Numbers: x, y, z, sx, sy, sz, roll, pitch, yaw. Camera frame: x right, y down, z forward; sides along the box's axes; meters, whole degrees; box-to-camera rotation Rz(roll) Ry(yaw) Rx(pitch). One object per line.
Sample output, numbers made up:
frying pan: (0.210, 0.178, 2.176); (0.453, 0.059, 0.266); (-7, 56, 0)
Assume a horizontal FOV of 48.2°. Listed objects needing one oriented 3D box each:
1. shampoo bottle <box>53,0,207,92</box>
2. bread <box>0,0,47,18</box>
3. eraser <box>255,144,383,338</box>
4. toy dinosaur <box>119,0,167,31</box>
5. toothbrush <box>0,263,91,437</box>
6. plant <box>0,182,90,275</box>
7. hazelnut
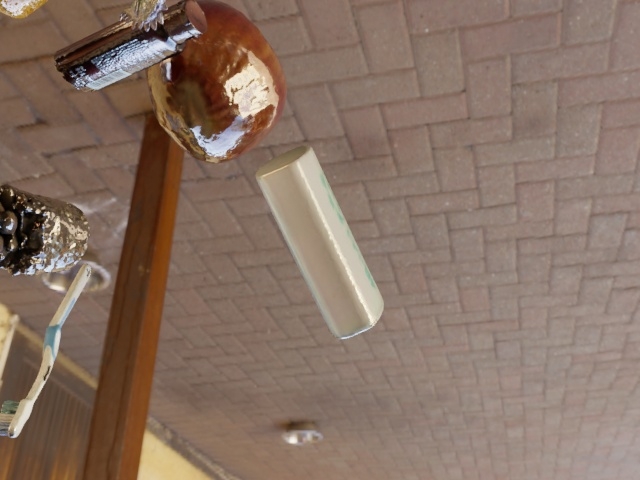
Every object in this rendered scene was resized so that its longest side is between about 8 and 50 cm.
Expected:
shampoo bottle: (-0.382, -0.398, 1.456); (0.322, 0.084, 0.129); (-17, 155, 25)
bread: (-0.530, -0.574, 1.180); (0.337, 0.148, 0.328); (-44, 104, 0)
eraser: (0.000, 0.000, 1.151); (0.104, 0.189, 0.290); (-23, 103, 12)
toy dinosaur: (-0.300, -0.393, 1.206); (0.039, 0.082, 0.208); (5, 180, -36)
toothbrush: (-0.399, 0.148, 1.077); (0.040, 0.386, 0.040); (1, 122, 1)
plant: (-0.629, -0.032, 1.445); (0.181, 0.194, 0.320); (16, -178, 26)
hazelnut: (-0.285, -0.406, 1.854); (0.352, 0.421, 0.421); (6, 150, 22)
